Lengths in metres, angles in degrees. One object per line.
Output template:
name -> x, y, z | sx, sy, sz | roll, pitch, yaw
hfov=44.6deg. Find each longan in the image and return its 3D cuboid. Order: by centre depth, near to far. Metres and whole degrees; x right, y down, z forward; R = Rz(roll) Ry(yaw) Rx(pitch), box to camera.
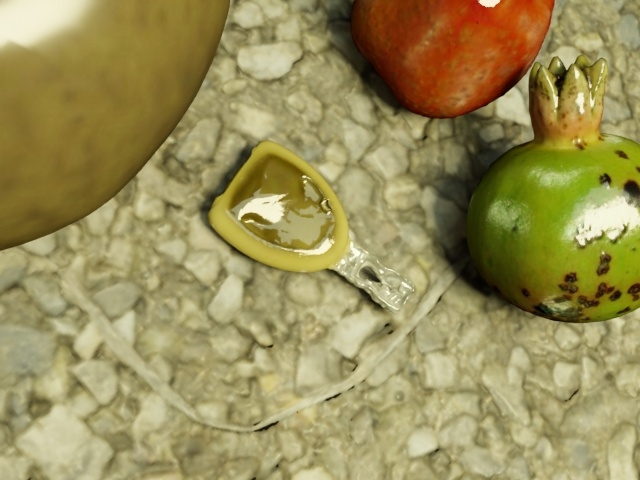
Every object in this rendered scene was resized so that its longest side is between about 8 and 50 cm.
longan -> -0.199, -0.145, 0.414 | 0.318, 0.319, 0.319 | 5, 75, -18

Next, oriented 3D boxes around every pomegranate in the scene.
pomegranate -> 0.190, -0.033, 0.587 | 0.159, 0.159, 0.205 | -18, 111, -22

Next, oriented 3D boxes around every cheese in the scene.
cheese -> 0.000, 0.000, 0.588 | 0.162, 0.036, 0.086 | 37, 69, -7

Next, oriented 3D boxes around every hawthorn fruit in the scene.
hawthorn fruit -> 0.114, -0.188, 0.585 | 0.162, 0.203, 0.163 | 7, 73, -21
